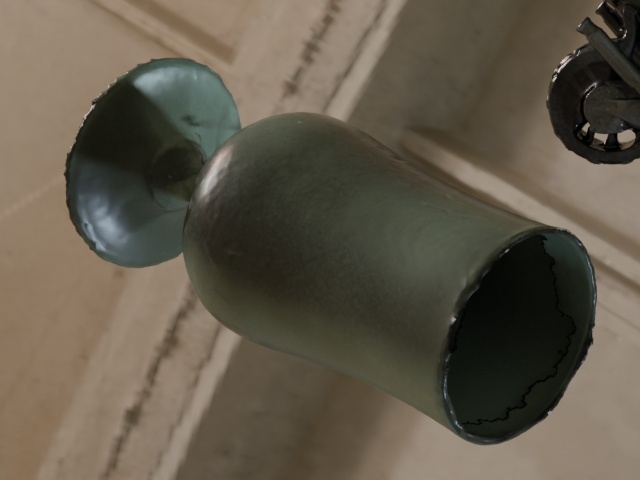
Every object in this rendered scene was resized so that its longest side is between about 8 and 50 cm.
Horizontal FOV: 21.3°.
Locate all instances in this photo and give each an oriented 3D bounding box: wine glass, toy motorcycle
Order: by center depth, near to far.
[{"bbox_3d":[0.000,0.000,0.704,0.231,0.103,0.103,24,-90,43],"label":"wine glass"},{"bbox_3d":[0.308,-0.114,1.174,0.307,0.108,0.173,12,-69,15],"label":"toy motorcycle"}]
